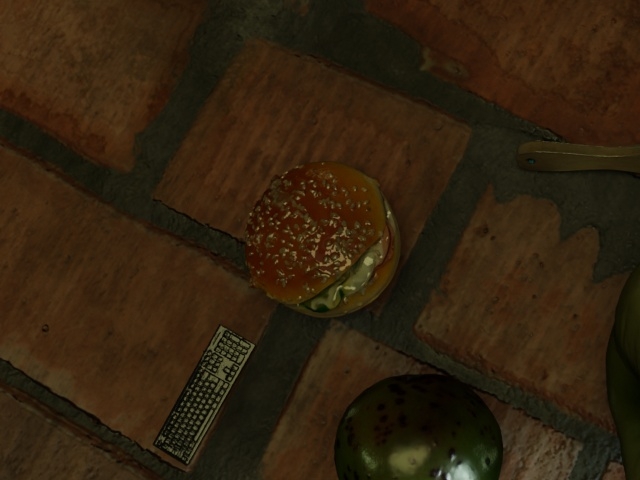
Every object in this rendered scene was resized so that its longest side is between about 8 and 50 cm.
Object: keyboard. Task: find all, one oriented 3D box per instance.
[{"bbox_3d":[-0.171,0.225,1.592,0.067,0.011,0.202,29,88,15],"label":"keyboard"}]

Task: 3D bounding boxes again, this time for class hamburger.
[{"bbox_3d":[0.002,-0.004,1.524,0.236,0.147,0.237,-3,76,13],"label":"hamburger"}]

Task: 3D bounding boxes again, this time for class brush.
[{"bbox_3d":[0.436,-0.127,1.493,0.327,0.070,0.065,2,62,15],"label":"brush"}]

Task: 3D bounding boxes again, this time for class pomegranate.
[{"bbox_3d":[0.141,0.308,1.392,0.231,0.231,0.286,-24,75,8],"label":"pomegranate"}]

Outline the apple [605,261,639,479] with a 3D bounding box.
[{"bbox_3d":[0.547,0.183,1.217,0.473,0.473,0.474,-2,79,13],"label":"apple"}]
